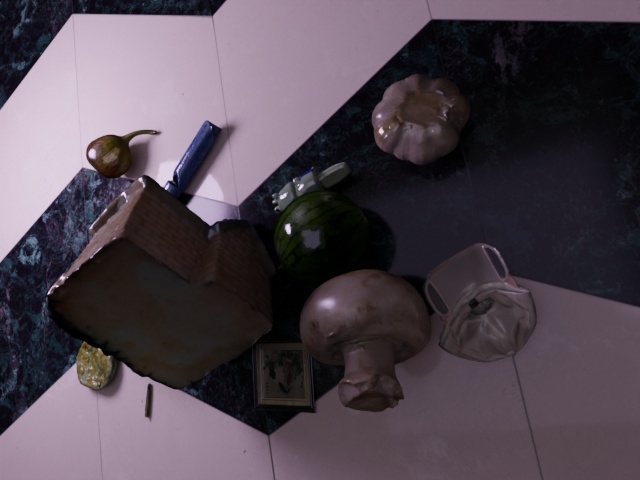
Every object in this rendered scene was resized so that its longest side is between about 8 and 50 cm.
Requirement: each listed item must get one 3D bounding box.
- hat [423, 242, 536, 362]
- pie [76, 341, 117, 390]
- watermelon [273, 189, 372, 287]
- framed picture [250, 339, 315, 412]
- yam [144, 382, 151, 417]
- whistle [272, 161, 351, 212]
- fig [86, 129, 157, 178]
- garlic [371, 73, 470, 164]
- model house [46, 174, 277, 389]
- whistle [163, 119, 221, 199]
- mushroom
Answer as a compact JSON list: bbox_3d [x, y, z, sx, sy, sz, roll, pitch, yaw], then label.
[{"bbox_3d":[0.355,0.137,0.981,0.219,0.164,0.226,-34,32,22],"label":"hat"},{"bbox_3d":[-0.764,0.416,1.475,0.186,0.041,0.187,-3,83,25],"label":"pie"},{"bbox_3d":[0.004,-0.003,1.066,0.242,0.242,0.242,-3,83,24],"label":"watermelon"},{"bbox_3d":[-0.108,0.373,1.197,0.199,0.010,0.195,-7,81,24],"label":"framed picture"},{"bbox_3d":[-0.551,0.511,1.381,0.014,0.014,0.107,0,84,25],"label":"yam"},{"bbox_3d":[-0.027,-0.140,1.173,0.244,0.110,0.092,-31,38,20],"label":"whistle"},{"bbox_3d":[-0.675,-0.320,1.480,0.245,0.149,0.149,-37,70,4],"label":"fig"},{"bbox_3d":[0.236,-0.287,1.038,0.227,0.152,0.228,-4,71,12],"label":"garlic"},{"bbox_3d":[-0.396,0.083,1.163,0.395,0.445,0.400,-36,32,22],"label":"model house"},{"bbox_3d":[-0.421,-0.244,1.385,0.062,0.062,0.304,40,101,23],"label":"whistle"},{"bbox_3d":[0.101,0.222,0.952,0.297,0.297,0.290,-18,52,22],"label":"mushroom"}]
